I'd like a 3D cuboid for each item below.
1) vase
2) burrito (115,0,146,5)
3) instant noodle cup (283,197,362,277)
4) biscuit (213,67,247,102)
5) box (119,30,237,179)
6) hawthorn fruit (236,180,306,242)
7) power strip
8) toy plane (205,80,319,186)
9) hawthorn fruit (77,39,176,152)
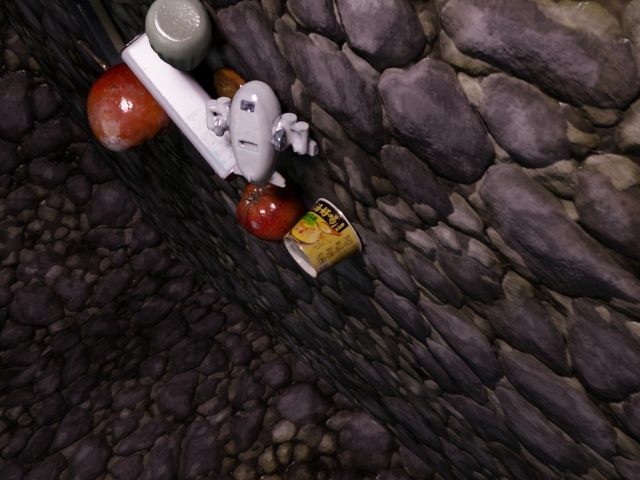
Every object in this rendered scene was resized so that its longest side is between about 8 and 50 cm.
[{"bbox_3d":[-0.278,-0.402,1.479,0.128,0.128,0.248,50,173,-3],"label":"vase"},{"bbox_3d":[-0.469,-0.595,1.597,0.229,0.089,0.144,44,165,23],"label":"burrito"},{"bbox_3d":[0.000,0.000,1.624,0.151,0.122,0.151,45,161,20],"label":"instant noodle cup"},{"bbox_3d":[-0.161,-0.287,1.575,0.188,0.027,0.188,45,164,16],"label":"biscuit"},{"bbox_3d":[-0.293,-0.307,1.691,0.370,0.112,0.190,52,178,-4],"label":"box"},{"bbox_3d":[-0.097,-0.057,1.751,0.162,0.163,0.203,33,175,43],"label":"hawthorn fruit"},{"bbox_3d":[-0.591,-0.560,2.014,0.105,0.070,0.257,38,158,41],"label":"power strip"},{"bbox_3d":[-0.120,-0.208,1.468,0.244,0.117,0.245,16,134,18],"label":"toy plane"},{"bbox_3d":[-0.492,-0.361,1.958,0.231,0.263,0.235,18,-168,27],"label":"hawthorn fruit"}]
